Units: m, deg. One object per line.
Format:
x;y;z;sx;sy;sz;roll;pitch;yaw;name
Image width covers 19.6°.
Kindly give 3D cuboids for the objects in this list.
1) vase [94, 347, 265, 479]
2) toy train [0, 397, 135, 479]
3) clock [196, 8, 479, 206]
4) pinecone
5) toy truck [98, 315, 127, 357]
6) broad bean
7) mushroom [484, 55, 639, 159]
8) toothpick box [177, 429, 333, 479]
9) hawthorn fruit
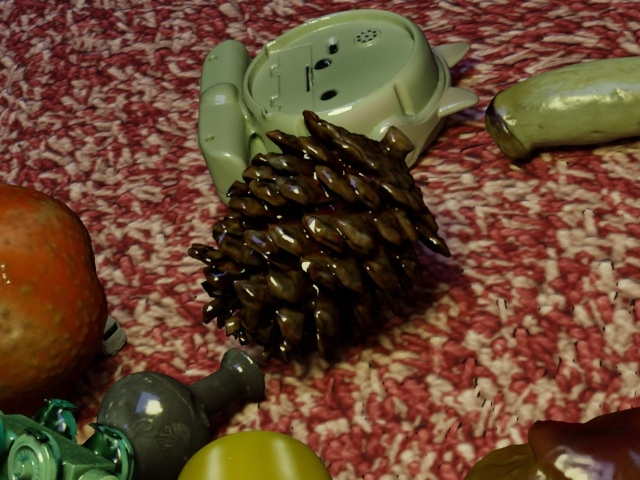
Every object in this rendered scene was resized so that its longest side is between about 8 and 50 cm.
-0.131;0.166;1.794;0.120;0.120;0.183;13;32;39;vase
-0.264;0.237;1.710;0.112;0.163;0.203;4;11;-44;toy train
0.020;-0.169;2.159;0.324;0.108;0.265;-15;34;8;clock
0.000;0.000;1.856;0.272;0.224;0.224;-52;40;-2;pinecone
-0.250;0.094;2.001;0.083;0.044;0.039;15;51;41;toy truck
0.225;0.198;1.505;0.228;0.122;0.156;-2;34;6;broad bean
0.342;-0.157;2.001;0.333;0.087;0.107;-9;35;13;mushroom
-0.046;0.282;1.530;0.175;0.175;0.271;-18;32;4;toothpick box
-0.369;0.062;1.894;0.299;0.275;0.275;18;39;-6;hawthorn fruit
